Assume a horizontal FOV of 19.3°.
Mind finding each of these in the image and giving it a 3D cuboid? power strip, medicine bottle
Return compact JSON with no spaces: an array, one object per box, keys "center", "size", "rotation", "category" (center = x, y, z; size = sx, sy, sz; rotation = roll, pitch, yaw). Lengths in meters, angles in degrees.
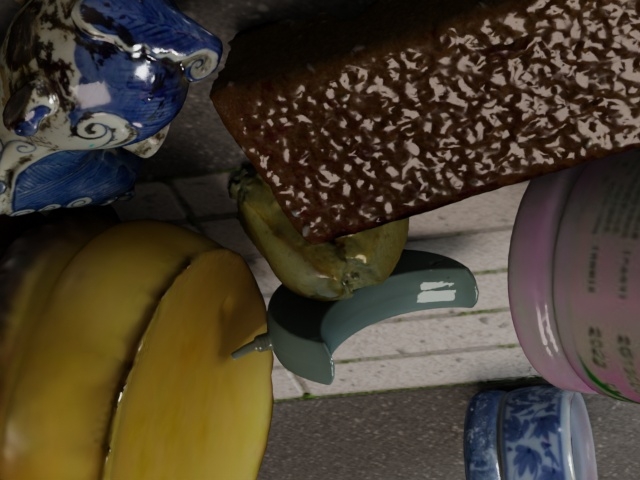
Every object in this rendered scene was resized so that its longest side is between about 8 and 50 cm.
[{"center":[0.021,0.063,1.618],"size":[0.137,0.216,0.044],"rotation":[22,128,48],"category":"power strip"},{"center":[0.325,0.030,1.398],"size":[0.325,0.212,0.212],"rotation":[8,155,40],"category":"medicine bottle"}]

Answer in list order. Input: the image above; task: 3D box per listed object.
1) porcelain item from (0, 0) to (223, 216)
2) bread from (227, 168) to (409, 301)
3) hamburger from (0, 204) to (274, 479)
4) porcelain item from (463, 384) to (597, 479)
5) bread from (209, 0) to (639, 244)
[{"center":[-0.185,-0.099,1.432],"size":[0.186,0.138,0.288],"rotation":[14,149,-33],"category":"porcelain item"},{"center":[-0.006,0.002,1.584],"size":[0.156,0.110,0.103],"rotation":[-2,152,12],"category":"bread"},{"center":[-0.229,0.146,1.588],"size":[0.277,0.396,0.396],"rotation":[8,149,18],"category":"hamburger"},{"center":[0.204,0.217,1.845],"size":[0.114,0.147,0.147],"rotation":[-7,145,16],"category":"porcelain item"},{"center":[0.134,-0.126,1.343],"size":[0.416,0.113,0.165],"rotation":[-16,124,30],"category":"bread"}]
